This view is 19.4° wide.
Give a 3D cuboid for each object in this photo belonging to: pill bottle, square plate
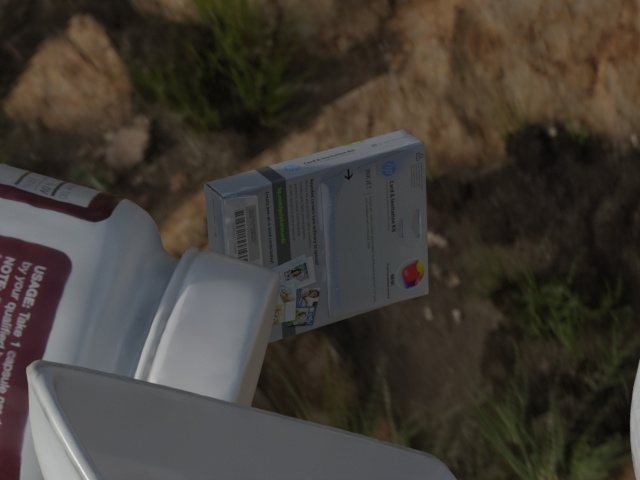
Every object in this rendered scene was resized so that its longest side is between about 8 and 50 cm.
[{"bbox_3d":[-0.239,0.057,1.270,0.392,0.224,0.224,16,73,3],"label":"pill bottle"},{"bbox_3d":[0.054,0.212,0.682,0.049,0.344,0.347,-39,64,14],"label":"square plate"}]

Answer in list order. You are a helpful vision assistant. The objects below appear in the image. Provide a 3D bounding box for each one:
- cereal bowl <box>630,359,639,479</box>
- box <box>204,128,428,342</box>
[{"bbox_3d":[0.376,0.135,1.200,0.339,0.141,0.339,-1,103,-3],"label":"cereal bowl"},{"bbox_3d":[0.000,0.000,1.527,0.186,0.145,0.038,-16,31,-23],"label":"box"}]
